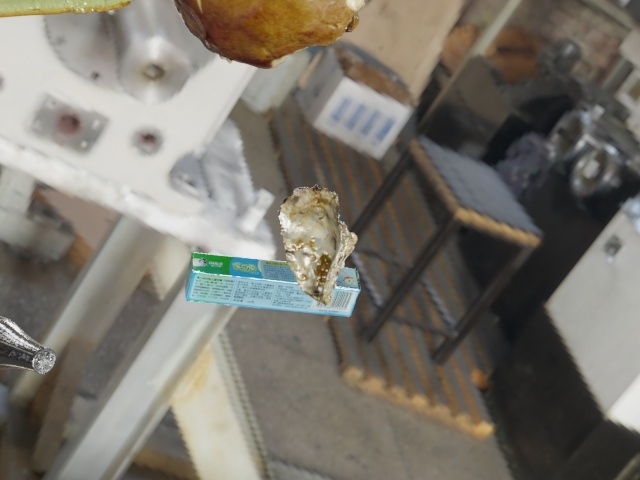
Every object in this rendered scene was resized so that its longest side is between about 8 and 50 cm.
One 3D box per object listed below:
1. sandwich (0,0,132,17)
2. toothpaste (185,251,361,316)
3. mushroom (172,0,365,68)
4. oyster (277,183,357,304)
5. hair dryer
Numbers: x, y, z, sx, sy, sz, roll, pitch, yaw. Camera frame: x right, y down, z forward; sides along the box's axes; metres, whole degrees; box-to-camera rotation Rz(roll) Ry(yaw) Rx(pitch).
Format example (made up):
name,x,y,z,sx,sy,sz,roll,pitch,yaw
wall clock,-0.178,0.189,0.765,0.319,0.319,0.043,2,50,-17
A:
name,x,y,z,sx,sy,sz,roll,pitch,yaw
sandwich,-0.287,-0.333,1.492,0.187,0.117,0.144,-2,37,15
toothpaste,-0.074,0.068,2.063,0.267,0.065,0.050,6,43,-14
mushroom,-0.062,-0.299,1.381,0.301,0.208,0.233,-120,-164,-80
oyster,-0.001,0.008,1.885,0.056,0.105,0.177,-34,114,-63
hair dryer,-0.477,0.158,1.726,0.219,0.075,0.195,-16,18,-39
